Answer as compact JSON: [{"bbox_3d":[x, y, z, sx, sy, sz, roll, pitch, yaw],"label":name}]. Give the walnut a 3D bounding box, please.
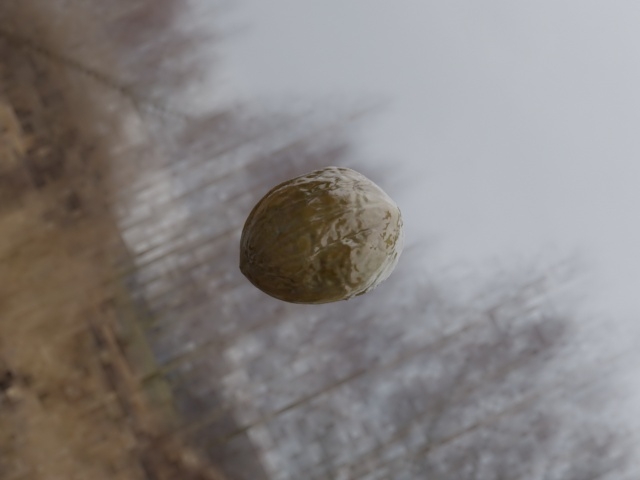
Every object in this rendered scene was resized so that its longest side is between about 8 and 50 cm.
[{"bbox_3d":[0.000,0.000,1.370,0.105,0.124,0.105,157,-90,-89],"label":"walnut"}]
